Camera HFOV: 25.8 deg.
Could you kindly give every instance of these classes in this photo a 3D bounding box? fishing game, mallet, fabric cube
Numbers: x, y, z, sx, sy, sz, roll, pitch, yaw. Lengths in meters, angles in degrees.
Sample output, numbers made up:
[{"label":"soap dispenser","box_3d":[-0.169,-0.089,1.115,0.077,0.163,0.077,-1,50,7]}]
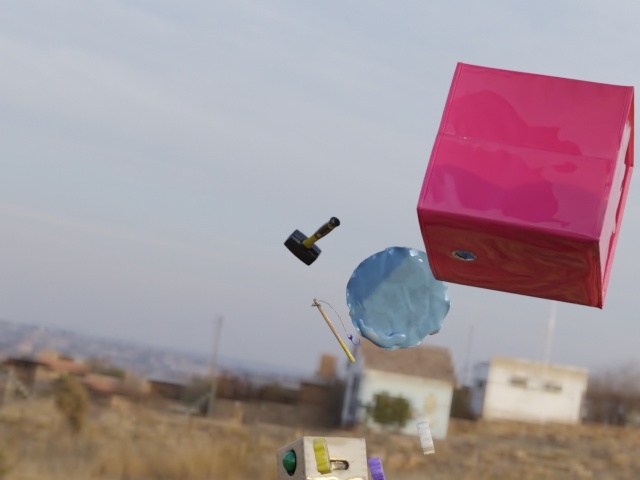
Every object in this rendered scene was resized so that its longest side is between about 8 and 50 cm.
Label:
[{"label":"fishing game","box_3d":[0.134,0.097,2.390,0.189,0.264,0.041,54,4,-16]},{"label":"mallet","box_3d":[0.000,0.000,2.273,0.062,0.039,0.190,45,-24,-11]},{"label":"fabric cube","box_3d":[0.307,-0.076,2.035,0.258,0.259,0.254,11,-23,16]}]

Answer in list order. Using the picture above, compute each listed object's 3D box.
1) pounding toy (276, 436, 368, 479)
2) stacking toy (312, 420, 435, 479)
[{"label":"pounding toy","box_3d":[-0.015,0.379,2.250,0.141,0.100,0.130,5,-22,-25]},{"label":"stacking toy","box_3d":[0.088,0.366,1.927,0.167,0.221,0.052,-12,-21,4]}]
